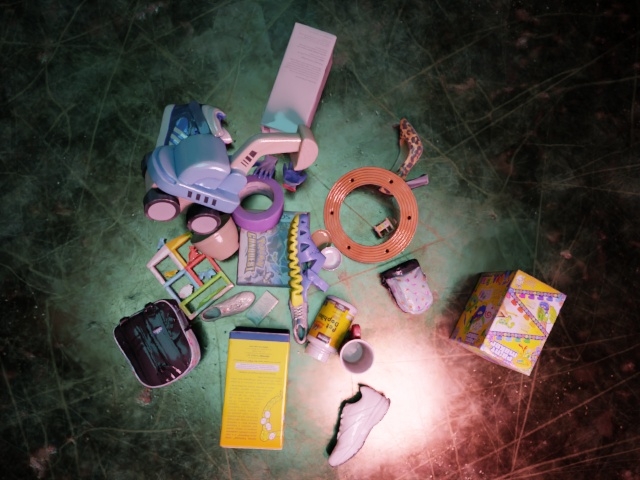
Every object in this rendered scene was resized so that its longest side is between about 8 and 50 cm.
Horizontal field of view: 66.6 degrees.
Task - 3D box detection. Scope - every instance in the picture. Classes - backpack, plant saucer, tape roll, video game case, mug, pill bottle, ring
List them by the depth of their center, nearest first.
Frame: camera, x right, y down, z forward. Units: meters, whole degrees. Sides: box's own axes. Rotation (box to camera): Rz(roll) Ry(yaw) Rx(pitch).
[{"bbox_3d":[-0.521,0.343,1.600,0.225,0.191,0.253,-30,80,-3],"label":"backpack"},{"bbox_3d":[0.123,0.367,1.646,0.113,0.169,0.150,30,83,0],"label":"mug"},{"bbox_3d":[0.031,0.303,1.668,0.117,0.117,0.214,28,80,0],"label":"pill bottle"},{"bbox_3d":[-0.222,-0.131,1.690,0.189,0.080,0.188,2,64,-3],"label":"tape roll"},{"bbox_3d":[0.310,0.169,1.705,0.152,0.115,0.181,-23,89,-8],"label":"backpack"},{"bbox_3d":[0.174,-0.090,1.711,0.337,0.032,0.336,2,97,19],"label":"ring"},{"bbox_3d":[-0.166,0.028,1.730,0.249,0.035,0.274,3,84,-3],"label":"video game case"},{"bbox_3d":[0.000,0.000,1.744,0.084,0.015,0.083,-3,100,-15],"label":"plant saucer"}]

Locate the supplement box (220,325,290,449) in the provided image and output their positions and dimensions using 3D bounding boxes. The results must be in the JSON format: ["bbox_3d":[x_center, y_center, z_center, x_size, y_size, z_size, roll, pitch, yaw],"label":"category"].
[{"bbox_3d":[-0.206,0.472,1.605,0.196,0.194,0.356,4,85,-3],"label":"supplement box"}]

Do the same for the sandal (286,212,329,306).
[{"bbox_3d":[-0.045,0.063,1.664,0.138,0.126,0.317,-3,93,-8],"label":"sandal"}]

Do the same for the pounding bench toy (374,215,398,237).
[{"bbox_3d":[0.238,-0.049,1.756,0.065,0.083,0.052,-36,84,25],"label":"pounding bench toy"}]

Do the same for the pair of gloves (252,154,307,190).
[{"bbox_3d":[-0.148,-0.246,1.718,0.198,0.023,0.159,21,39,-4],"label":"pair of gloves"}]

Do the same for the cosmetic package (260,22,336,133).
[{"bbox_3d":[-0.078,-0.517,1.702,0.156,0.217,0.384,17,85,-1],"label":"cosmetic package"}]

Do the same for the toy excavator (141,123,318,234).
[{"bbox_3d":[-0.286,-0.231,1.524,0.433,0.445,0.222,18,42,-38],"label":"toy excavator"}]

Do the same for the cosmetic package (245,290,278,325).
[{"bbox_3d":[-0.204,0.236,1.704,0.060,0.041,0.115,42,84,1],"label":"cosmetic package"}]

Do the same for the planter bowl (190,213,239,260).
[{"bbox_3d":[-0.348,0.001,1.674,0.162,0.162,0.109,-34,114,-6],"label":"planter bowl"}]

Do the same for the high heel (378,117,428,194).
[{"bbox_3d":[0.272,-0.301,1.756,0.186,0.093,0.261,-17,95,-11],"label":"high heel"}]

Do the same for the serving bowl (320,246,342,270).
[{"bbox_3d":[0.033,0.065,1.740,0.084,0.027,0.083,0,90,-8],"label":"serving bowl"}]

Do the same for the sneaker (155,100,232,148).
[{"bbox_3d":[-0.433,-0.326,1.701,0.237,0.130,0.322,4,79,1],"label":"sneaker"}]

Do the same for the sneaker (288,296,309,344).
[{"bbox_3d":[-0.071,0.268,1.689,0.072,0.083,0.190,-10,84,-3],"label":"sneaker"}]

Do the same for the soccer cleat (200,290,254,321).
[{"bbox_3d":[-0.319,0.232,1.680,0.196,0.076,0.068,-23,86,-6],"label":"soccer cleat"}]

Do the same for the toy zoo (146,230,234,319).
[{"bbox_3d":[-0.468,0.105,1.707,0.192,0.030,0.293,-39,88,-6],"label":"toy zoo"}]

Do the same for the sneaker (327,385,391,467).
[{"bbox_3d":[0.114,0.634,1.667,0.129,0.111,0.297,35,79,16],"label":"sneaker"}]

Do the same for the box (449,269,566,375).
[{"bbox_3d":[0.608,0.262,1.625,0.177,0.290,0.279,29,84,-1],"label":"box"}]
